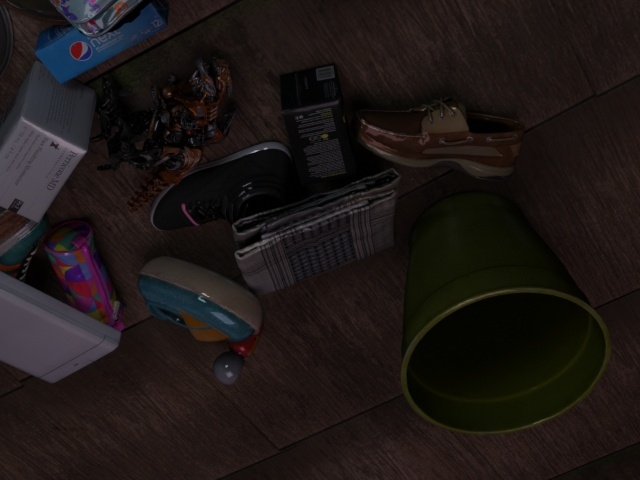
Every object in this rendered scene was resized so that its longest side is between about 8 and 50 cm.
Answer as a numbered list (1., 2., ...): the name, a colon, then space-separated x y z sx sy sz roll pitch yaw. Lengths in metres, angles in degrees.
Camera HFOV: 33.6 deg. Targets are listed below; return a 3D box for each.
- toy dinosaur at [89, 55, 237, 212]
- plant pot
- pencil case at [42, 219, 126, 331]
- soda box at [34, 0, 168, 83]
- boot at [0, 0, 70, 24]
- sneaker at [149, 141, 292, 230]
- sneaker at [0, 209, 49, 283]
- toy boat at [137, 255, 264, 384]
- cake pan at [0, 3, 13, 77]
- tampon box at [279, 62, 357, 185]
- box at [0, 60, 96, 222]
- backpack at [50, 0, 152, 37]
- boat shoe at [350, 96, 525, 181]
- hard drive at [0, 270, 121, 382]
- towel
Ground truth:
1. toy dinosaur: -0.263 -0.172 1.805 0.218 0.164 0.322 7 109 -33
2. plant pot: 0.303 0.106 1.960 0.366 0.353 0.367 -4 130 -4
3. pencil case: -0.445 0.074 2.017 0.104 0.104 0.236 -12 131 4
4. soda box: -0.349 -0.337 1.698 0.210 0.067 0.071 -25 128 14
5. boot: -0.460 -0.415 1.611 0.219 0.082 0.106 26 126 -23
6. sneaker: -0.182 -0.062 1.899 0.295 0.147 0.104 -24 131 15
7. sneaker: -0.581 0.037 1.972 0.302 0.108 0.121 -34 127 31
8. toy boat: -0.208 0.163 2.046 0.267 0.148 0.318 17 159 31
9. cake pan: -0.642 -0.325 1.685 0.293 0.054 0.293 -3 130 -3
10. tampon box: -0.004 -0.198 1.820 0.101 0.120 0.161 -11 131 4
11. box: -0.469 -0.164 1.757 0.119 0.182 0.181 26 123 -25
12. backpack: -0.334 -0.443 1.520 0.225 0.191 0.253 -37 98 13
13. boat shoe: 0.212 -0.196 1.860 0.324 0.123 0.120 8 124 -23
14. hard drive: -0.585 0.152 1.984 0.233 0.047 0.353 -28 132 37
15. towel: 0.000 0.000 1.916 0.312 0.056 0.324 -19 158 -5
